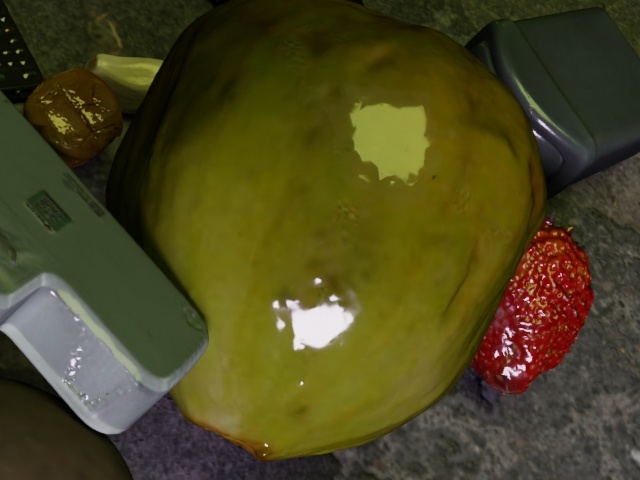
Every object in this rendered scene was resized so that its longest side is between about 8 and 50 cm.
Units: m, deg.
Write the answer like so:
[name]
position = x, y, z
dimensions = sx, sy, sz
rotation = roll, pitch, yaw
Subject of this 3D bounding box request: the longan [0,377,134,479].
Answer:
[longan]
position = -0.216, 0.193, 0.893
dimensions = 0.246, 0.215, 0.246
rotation = 5, 81, -30

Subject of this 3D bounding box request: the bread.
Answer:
[bread]
position = -0.202, -0.099, 1.217
dimensions = 0.083, 0.046, 0.081
rotation = -9, 72, -36

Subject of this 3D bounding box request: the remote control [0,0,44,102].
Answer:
[remote control]
position = -0.304, -0.219, 1.247
dimensions = 0.063, 0.025, 0.245
rotation = -15, 69, -42

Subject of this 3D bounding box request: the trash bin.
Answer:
[trash bin]
position = 0.241, -0.145, 1.534
dimensions = 0.236, 0.101, 0.177
rotation = -21, 72, -44

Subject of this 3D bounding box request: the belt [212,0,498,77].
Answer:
[belt]
position = 0.025, -0.179, 1.397
dimensions = 0.359, 0.126, 0.094
rotation = 44, 55, 6

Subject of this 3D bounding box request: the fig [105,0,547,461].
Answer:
[fig]
position = -0.008, -0.004, 1.120
dimensions = 0.343, 0.343, 0.343
rotation = 18, 51, -25

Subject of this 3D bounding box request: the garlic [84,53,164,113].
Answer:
[garlic]
position = -0.162, -0.133, 1.268
dimensions = 0.083, 0.053, 0.041
rotation = 8, 57, -29

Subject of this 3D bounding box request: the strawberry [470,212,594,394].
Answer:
[strawberry]
position = 0.172, 0.053, 1.333
dimensions = 0.131, 0.131, 0.148
rotation = 39, 47, -7

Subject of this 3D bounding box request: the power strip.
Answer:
[power strip]
position = -0.192, 0.005, 0.909
dimensions = 0.265, 0.059, 0.193
rotation = 49, 20, -2
